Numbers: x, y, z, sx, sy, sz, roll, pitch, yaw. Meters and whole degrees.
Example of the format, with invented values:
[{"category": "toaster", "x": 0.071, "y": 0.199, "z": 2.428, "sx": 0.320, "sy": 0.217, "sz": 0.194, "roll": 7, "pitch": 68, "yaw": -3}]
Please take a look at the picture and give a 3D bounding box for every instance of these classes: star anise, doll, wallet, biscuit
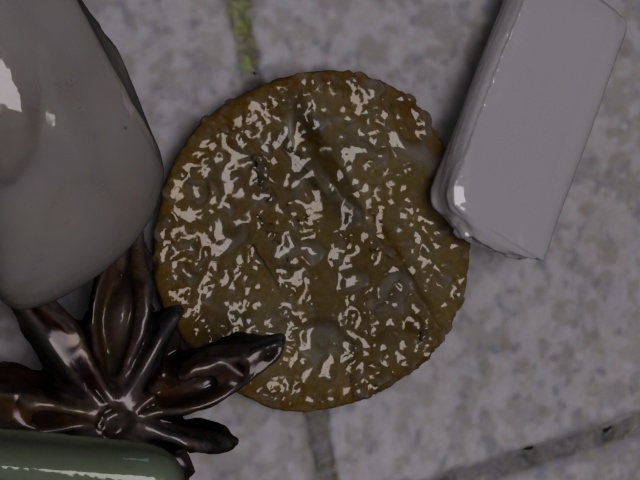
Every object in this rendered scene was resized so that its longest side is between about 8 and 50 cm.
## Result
[{"category": "star anise", "x": -0.114, "y": 0.109, "z": 1.086, "sx": 0.209, "sy": 0.089, "sz": 0.231, "roll": -17, "pitch": 107, "yaw": -8}, {"category": "doll", "x": -0.209, "y": -0.071, "z": 0.983, "sx": 0.221, "sy": 0.221, "sz": 0.251, "roll": -32, "pitch": 90, "yaw": -18}, {"category": "wallet", "x": 0.132, "y": -0.080, "z": 1.198, "sx": 0.095, "sy": 0.033, "sz": 0.190, "roll": 31, "pitch": 74, "yaw": -26}, {"category": "biscuit", "x": -0.001, "y": 0.000, "z": 1.160, "sx": 0.220, "sy": 0.033, "sz": 0.220, "roll": -2, "pitch": 96, "yaw": -25}]

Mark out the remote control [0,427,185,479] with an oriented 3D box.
[{"category": "remote control", "x": -0.228, "y": 0.139, "z": 1.017, "sx": 0.309, "sy": 0.038, "sz": 0.090, "roll": 5, "pitch": 107, "yaw": -6}]
